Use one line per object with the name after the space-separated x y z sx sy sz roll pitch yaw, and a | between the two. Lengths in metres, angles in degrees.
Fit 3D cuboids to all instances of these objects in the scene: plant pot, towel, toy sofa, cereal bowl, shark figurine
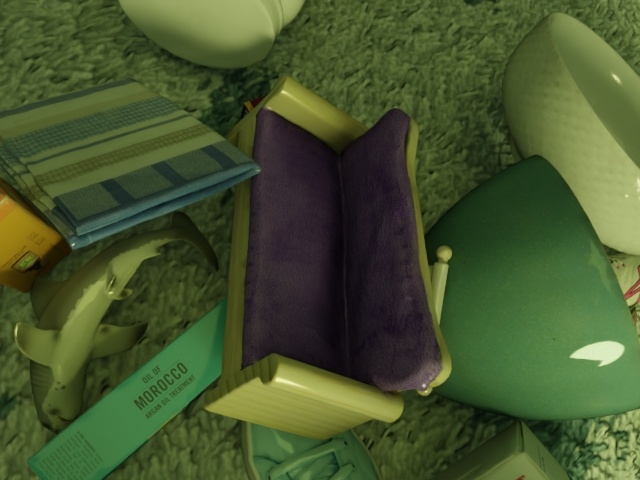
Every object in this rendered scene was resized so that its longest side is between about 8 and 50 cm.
0.196 0.075 0.759 0.196 0.290 0.290 -21 76 7 | plant pot
-0.226 -0.096 0.727 0.209 0.034 0.285 -26 43 -31 | towel
0.000 0.000 0.697 0.150 0.177 0.362 26 47 -32 | toy sofa
0.351 -0.118 0.883 0.339 0.141 0.338 27 42 -27 | cereal bowl
-0.239 0.047 0.714 0.116 0.166 0.278 23 67 32 | shark figurine

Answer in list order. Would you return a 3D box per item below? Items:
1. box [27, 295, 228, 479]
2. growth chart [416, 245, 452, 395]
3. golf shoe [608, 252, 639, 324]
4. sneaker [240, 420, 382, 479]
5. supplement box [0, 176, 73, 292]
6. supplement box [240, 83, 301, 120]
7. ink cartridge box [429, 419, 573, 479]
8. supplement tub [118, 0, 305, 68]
-0.173 0.164 0.706 0.244 0.100 0.060 -40 86 -22 | box
0.047 0.067 0.742 0.021 0.237 0.171 26 73 -34 | growth chart
0.398 0.047 0.897 0.186 0.068 0.086 -48 115 -24 | golf shoe
0.037 0.298 0.686 0.135 0.150 0.365 -25 79 -22 | sneaker
-0.312 -0.012 0.655 0.080 0.233 0.078 44 78 6 | supplement box
-0.053 -0.157 0.879 0.083 0.043 0.055 -25 78 -21 | supplement box
0.218 0.318 0.717 0.153 0.087 0.208 -40 88 17 | ink cartridge box
-0.105 -0.397 0.848 0.229 0.228 0.316 20 68 -7 | supplement tub
